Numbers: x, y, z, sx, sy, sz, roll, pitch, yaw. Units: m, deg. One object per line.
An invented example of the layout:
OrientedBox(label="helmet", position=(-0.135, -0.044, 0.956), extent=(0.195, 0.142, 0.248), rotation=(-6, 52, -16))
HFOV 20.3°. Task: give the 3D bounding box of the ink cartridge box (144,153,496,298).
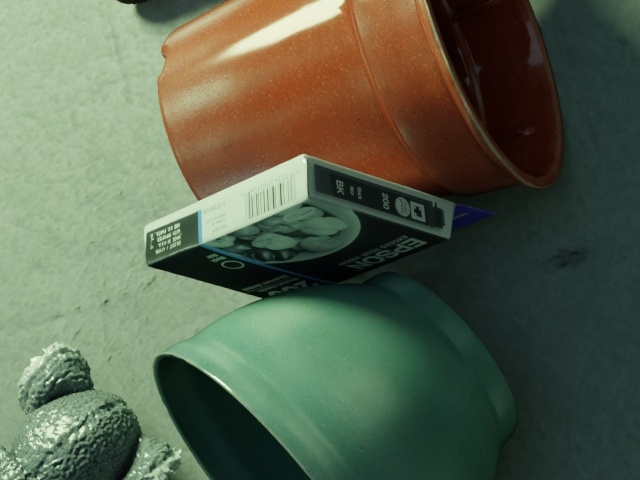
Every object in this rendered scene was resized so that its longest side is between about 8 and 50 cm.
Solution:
OrientedBox(label="ink cartridge box", position=(0.000, 0.000, 1.445), extent=(0.206, 0.208, 0.045), rotation=(-22, 62, 45))

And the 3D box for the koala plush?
OrientedBox(label="koala plush", position=(-0.241, 0.217, 1.568), extent=(0.221, 0.203, 0.196), rotation=(-43, 70, -4))

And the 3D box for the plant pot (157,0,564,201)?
OrientedBox(label="plant pot", position=(0.026, -0.131, 1.495), extent=(0.265, 0.272, 0.272), rotation=(-19, 75, 24))

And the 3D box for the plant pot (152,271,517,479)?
OrientedBox(label="plant pot", position=(0.033, 0.149, 1.442), extent=(0.196, 0.293, 0.293), rotation=(-38, 68, -18))

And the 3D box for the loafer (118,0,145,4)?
OrientedBox(label="loafer", position=(-0.135, -0.272, 1.670), extent=(0.148, 0.056, 0.050), rotation=(-24, 80, 14))
